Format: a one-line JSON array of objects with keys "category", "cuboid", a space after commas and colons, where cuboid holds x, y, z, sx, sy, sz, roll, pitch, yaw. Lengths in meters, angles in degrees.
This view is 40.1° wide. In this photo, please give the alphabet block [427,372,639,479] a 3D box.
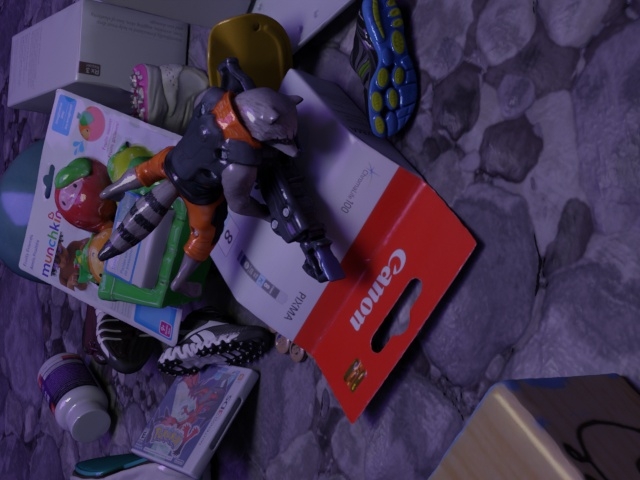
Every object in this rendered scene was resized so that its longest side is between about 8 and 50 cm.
[{"category": "alphabet block", "cuboid": [0.226, 0.254, 0.774, 0.197, 0.192, 0.193, 52, 127, 41]}]

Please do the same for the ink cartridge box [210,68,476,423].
[{"category": "ink cartridge box", "cuboid": [0.000, 0.000, 1.164, 0.308, 0.091, 0.385, -59, 42, 24]}]

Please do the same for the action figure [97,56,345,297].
[{"category": "action figure", "cuboid": [-0.127, -0.056, 1.123, 0.330, 0.179, 0.341, -46, 67, 32]}]

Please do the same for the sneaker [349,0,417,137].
[{"category": "sneaker", "cuboid": [0.079, -0.222, 1.134, 0.078, 0.067, 0.188, 141, 124, -69]}]

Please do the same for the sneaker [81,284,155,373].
[{"category": "sneaker", "cuboid": [-0.395, 0.199, 1.682, 0.281, 0.106, 0.162, 59, 136, 51]}]

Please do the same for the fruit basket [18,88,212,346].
[{"category": "fruit basket", "cuboid": [-0.336, -0.040, 1.399, 0.353, 0.165, 0.327, 22, 104, 19]}]

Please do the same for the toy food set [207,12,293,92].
[{"category": "toy food set", "cuboid": [-0.109, -0.226, 1.267, 0.071, 0.128, 0.217, 43, 142, 51]}]

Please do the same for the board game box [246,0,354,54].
[{"category": "board game box", "cuboid": [-0.040, -0.462, 1.314, 0.390, 0.050, 0.389, -30, 63, 47]}]

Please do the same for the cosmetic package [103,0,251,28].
[{"category": "cosmetic package", "cuboid": [-0.285, -0.444, 1.290, 0.197, 0.366, 0.155, 52, 125, 45]}]

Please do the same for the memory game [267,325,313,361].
[{"category": "memory game", "cuboid": [-0.028, 0.084, 1.269, 0.186, 0.012, 0.186, -9, 78, 52]}]

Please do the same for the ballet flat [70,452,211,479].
[{"category": "ballet flat", "cuboid": [-0.322, 0.437, 1.532, 0.400, 0.139, 0.139, -20, 70, 46]}]

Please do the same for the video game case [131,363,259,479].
[{"category": "video game case", "cuboid": [-0.202, 0.275, 1.391, 0.201, 0.023, 0.183, -2, 51, 53]}]

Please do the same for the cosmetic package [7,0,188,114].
[{"category": "cosmetic package", "cuboid": [-0.439, -0.334, 1.692, 0.385, 0.217, 0.156, -1, 85, 51]}]

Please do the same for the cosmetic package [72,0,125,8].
[{"category": "cosmetic package", "cuboid": [-0.458, -0.529, 1.861, 0.239, 0.060, 0.098, -17, 73, 51]}]

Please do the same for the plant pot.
[{"category": "plant pot", "cuboid": [-0.423, -0.034, 1.616, 0.195, 0.290, 0.290, 20, 103, 30]}]

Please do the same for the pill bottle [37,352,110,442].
[{"category": "pill bottle", "cuboid": [-0.496, 0.321, 1.778, 0.193, 0.108, 0.108, 40, 117, 47]}]

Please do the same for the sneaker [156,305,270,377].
[{"category": "sneaker", "cuboid": [-0.170, 0.146, 1.392, 0.234, 0.078, 0.106, -19, 52, 40]}]

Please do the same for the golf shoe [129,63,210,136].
[{"category": "golf shoe", "cuboid": [-0.251, -0.171, 1.518, 0.306, 0.140, 0.115, 99, 150, -45]}]
